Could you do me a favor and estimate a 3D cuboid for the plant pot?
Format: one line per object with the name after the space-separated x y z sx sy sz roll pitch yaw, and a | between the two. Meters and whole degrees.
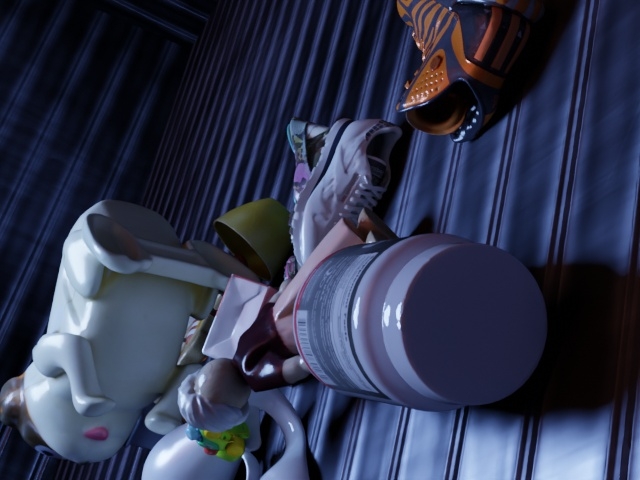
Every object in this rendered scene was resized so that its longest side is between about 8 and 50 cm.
-0.094 -0.014 1.983 0.095 0.134 0.134 -44 9 -16 | plant pot

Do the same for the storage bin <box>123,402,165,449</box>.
-0.317 0.335 2.292 0.098 0.091 0.135 -62 17 20 | storage bin

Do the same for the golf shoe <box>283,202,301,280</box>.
0.000 0.000 1.746 0.086 0.067 0.186 -31 36 28 | golf shoe

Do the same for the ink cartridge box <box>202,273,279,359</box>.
-0.071 0.130 1.669 0.198 0.067 0.115 34 -105 -62 | ink cartridge box

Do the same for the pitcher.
-0.165 0.333 1.754 0.207 0.125 0.177 -47 39 27 | pitcher

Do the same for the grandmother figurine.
-0.042 0.107 1.481 0.342 0.104 0.208 -43 13 13 | grandmother figurine

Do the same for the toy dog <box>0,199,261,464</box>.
-0.351 0.159 1.903 0.395 0.285 0.407 35 106 42 | toy dog

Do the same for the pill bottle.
0.087 0.076 1.136 0.161 0.161 0.283 -71 16 -9 | pill bottle

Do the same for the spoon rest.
-0.055 0.291 1.520 0.137 0.084 0.276 -58 31 37 | spoon rest

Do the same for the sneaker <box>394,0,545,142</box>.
0.137 -0.221 1.445 0.180 0.125 0.321 -66 15 5 | sneaker

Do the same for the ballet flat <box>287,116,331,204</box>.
-0.006 -0.134 1.939 0.079 0.077 0.221 -38 34 27 | ballet flat

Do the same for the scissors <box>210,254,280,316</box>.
-0.100 0.092 1.885 0.109 0.021 0.297 -60 32 -6 | scissors

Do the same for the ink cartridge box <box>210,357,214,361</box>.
-0.128 0.153 1.961 0.099 0.056 0.135 -43 29 55 | ink cartridge box

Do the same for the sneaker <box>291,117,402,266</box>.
0.036 -0.058 1.632 0.095 0.090 0.235 8 75 39 | sneaker

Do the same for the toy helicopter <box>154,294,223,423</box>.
-0.192 0.139 2.143 0.355 0.140 0.235 -55 8 6 | toy helicopter

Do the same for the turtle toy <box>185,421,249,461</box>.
-0.138 0.251 1.627 0.066 0.130 0.095 -26 40 19 | turtle toy
